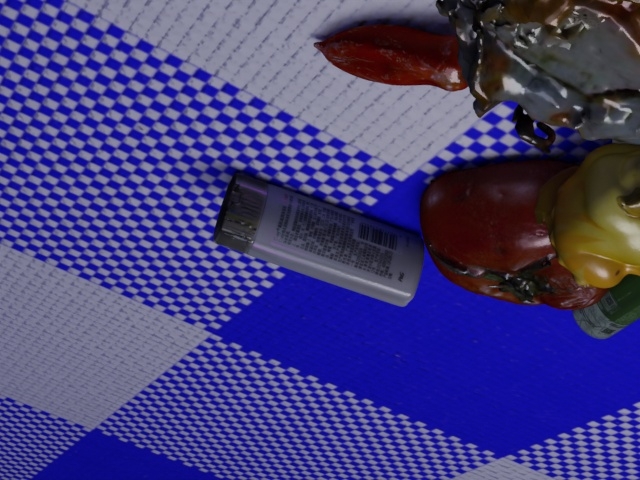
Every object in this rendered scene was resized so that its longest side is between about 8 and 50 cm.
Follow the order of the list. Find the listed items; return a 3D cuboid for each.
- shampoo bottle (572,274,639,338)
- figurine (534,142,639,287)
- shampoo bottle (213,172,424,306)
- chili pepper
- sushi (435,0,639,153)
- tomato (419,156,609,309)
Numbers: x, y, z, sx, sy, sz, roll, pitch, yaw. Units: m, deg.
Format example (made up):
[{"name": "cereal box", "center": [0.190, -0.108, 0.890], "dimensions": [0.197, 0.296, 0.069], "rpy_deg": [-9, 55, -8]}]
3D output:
[{"name": "shampoo bottle", "center": [0.350, 0.043, 1.245], "dimensions": [0.065, 0.065, 0.204], "rpy_deg": [22, 147, -14]}, {"name": "figurine", "center": [0.317, -0.044, 1.056], "dimensions": [0.246, 0.131, 0.156], "rpy_deg": [-22, 160, 17]}, {"name": "shampoo bottle", "center": [0.000, 0.000, 1.278], "dimensions": [0.227, 0.086, 0.056], "rpy_deg": [18, 146, -11]}, {"name": "chili pepper", "center": [0.082, -0.161, 1.035], "dimensions": [0.191, 0.050, 0.059], "rpy_deg": [13, 153, 23]}, {"name": "sushi", "center": [0.250, -0.216, 0.778], "dimensions": [0.417, 0.176, 0.417], "rpy_deg": [9, 150, 5]}, {"name": "tomato", "center": [0.214, 0.013, 1.216], "dimensions": [0.228, 0.101, 0.228], "rpy_deg": [8, 151, 5]}]
